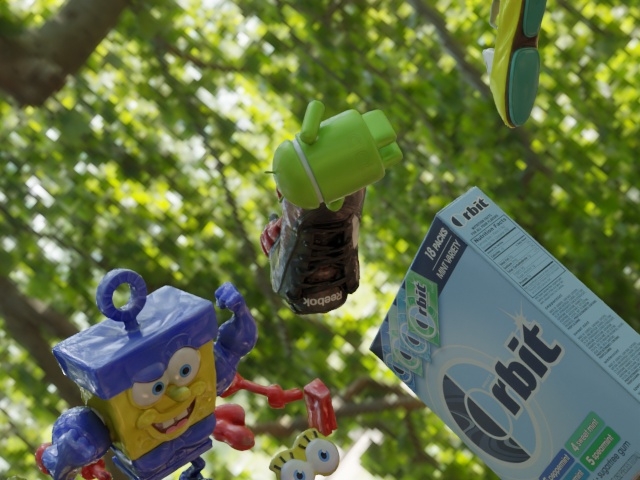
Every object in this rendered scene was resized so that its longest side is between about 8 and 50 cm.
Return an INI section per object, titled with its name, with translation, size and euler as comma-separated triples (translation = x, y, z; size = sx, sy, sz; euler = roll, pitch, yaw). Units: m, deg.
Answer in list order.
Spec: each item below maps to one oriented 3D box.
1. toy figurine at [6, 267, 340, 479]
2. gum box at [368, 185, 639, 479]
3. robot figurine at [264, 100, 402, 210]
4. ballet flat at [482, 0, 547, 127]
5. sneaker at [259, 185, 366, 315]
[toy figurine]
translation = -0.165, 0.119, 1.025
size = 0.362, 0.191, 0.217
euler = -27, -54, -30
[gum box]
translation = 0.125, 0.081, 0.848
size = 0.041, 0.184, 0.157
euler = -34, -20, -33
[robot figurine]
translation = 0.010, -0.069, 1.185
size = 0.115, 0.067, 0.101
euler = -25, -41, -1
[ballet flat]
translation = 0.259, -0.271, 1.868
size = 0.077, 0.077, 0.231
euler = -7, -72, -47
[sneaker]
translation = 0.000, 0.000, 1.453
size = 0.097, 0.135, 0.276
euler = -7, -21, -13
